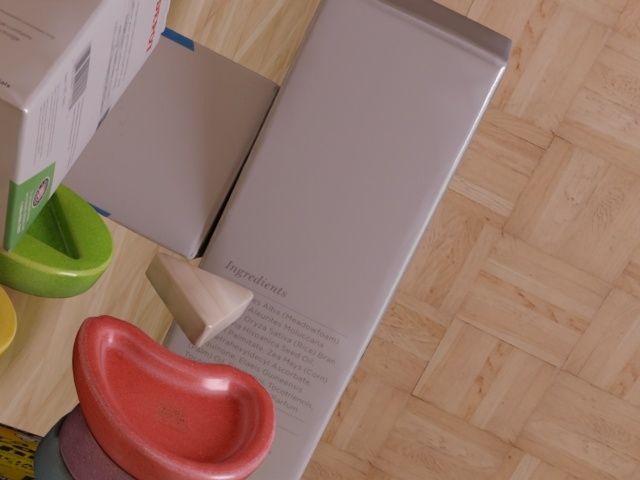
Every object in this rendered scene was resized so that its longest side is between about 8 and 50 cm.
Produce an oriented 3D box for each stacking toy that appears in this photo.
[{"bbox_3d":[-0.193,0.090,1.035,0.130,0.309,0.279,-56,-169,24],"label":"stacking toy"}]

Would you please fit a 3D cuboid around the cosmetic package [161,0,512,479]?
[{"bbox_3d":[0.000,0.000,1.309,0.453,0.161,0.230,-65,177,15],"label":"cosmetic package"}]

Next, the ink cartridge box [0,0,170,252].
[{"bbox_3d":[-0.181,-0.128,0.958,0.219,0.092,0.160,-62,178,-36],"label":"ink cartridge box"}]

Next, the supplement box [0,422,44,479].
[{"bbox_3d":[-0.281,0.256,1.164,0.356,0.194,0.195,139,-30,-84],"label":"supplement box"}]

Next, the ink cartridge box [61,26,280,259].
[{"bbox_3d":[-0.137,-0.095,1.326,0.168,0.171,0.232,-64,178,2],"label":"ink cartridge box"}]
